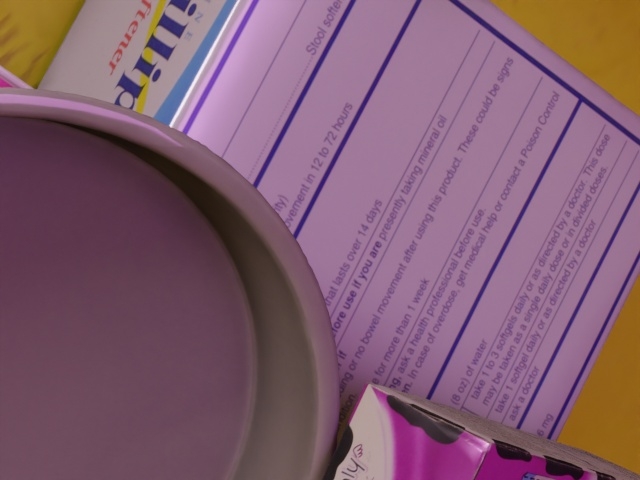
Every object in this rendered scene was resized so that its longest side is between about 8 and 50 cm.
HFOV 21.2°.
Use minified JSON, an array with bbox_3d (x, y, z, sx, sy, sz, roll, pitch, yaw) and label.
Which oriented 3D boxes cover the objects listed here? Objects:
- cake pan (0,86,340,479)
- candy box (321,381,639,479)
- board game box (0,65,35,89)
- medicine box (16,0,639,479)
[{"bbox_3d":[-0.137,0.075,0.674,0.293,0.054,0.293,-8,113,-20],"label":"cake pan"},{"bbox_3d":[0.071,0.164,0.778,0.233,0.071,0.159,25,90,-54],"label":"candy box"},{"bbox_3d":[-0.345,0.014,0.648,0.390,0.050,0.390,35,86,-24],"label":"board game box"},{"bbox_3d":[0.000,0.000,0.854,0.289,0.149,0.263,31,84,-33],"label":"medicine box"}]
